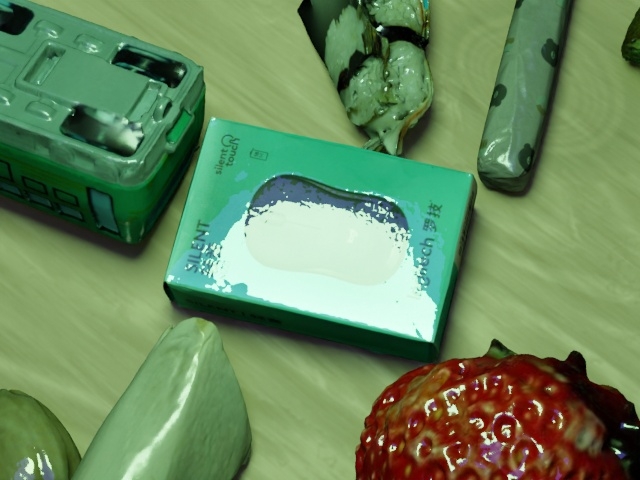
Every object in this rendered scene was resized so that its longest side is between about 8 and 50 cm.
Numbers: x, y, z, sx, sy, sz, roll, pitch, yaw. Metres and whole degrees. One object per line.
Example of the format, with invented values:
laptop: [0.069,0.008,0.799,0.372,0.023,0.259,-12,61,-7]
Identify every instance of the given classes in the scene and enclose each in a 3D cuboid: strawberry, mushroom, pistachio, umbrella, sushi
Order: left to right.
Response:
pistachio: [-0.314,0.244,1.568,0.108,0.126,0.185,0,64,-40]
mushroom: [-0.198,0.280,1.499,0.138,0.154,0.407,19,62,26]
sushi: [0.083,-0.213,1.672,0.109,0.134,0.272,-5,59,-30]
strawberry: [0.142,0.250,1.427,0.310,0.291,0.291,-25,73,-20]
umbrella: [0.244,-0.217,1.678,0.067,0.073,0.337,14,75,6]

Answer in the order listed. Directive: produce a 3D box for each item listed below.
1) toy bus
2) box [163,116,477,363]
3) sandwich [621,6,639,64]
toy bus: [-0.305,-0.139,1.623,0.344,0.199,0.183,22,56,10]
box: [0.000,0.000,1.608,0.312,0.118,0.205,13,73,7]
sandwich: [0.444,-0.237,1.663,0.160,0.109,0.185,45,79,-6]
